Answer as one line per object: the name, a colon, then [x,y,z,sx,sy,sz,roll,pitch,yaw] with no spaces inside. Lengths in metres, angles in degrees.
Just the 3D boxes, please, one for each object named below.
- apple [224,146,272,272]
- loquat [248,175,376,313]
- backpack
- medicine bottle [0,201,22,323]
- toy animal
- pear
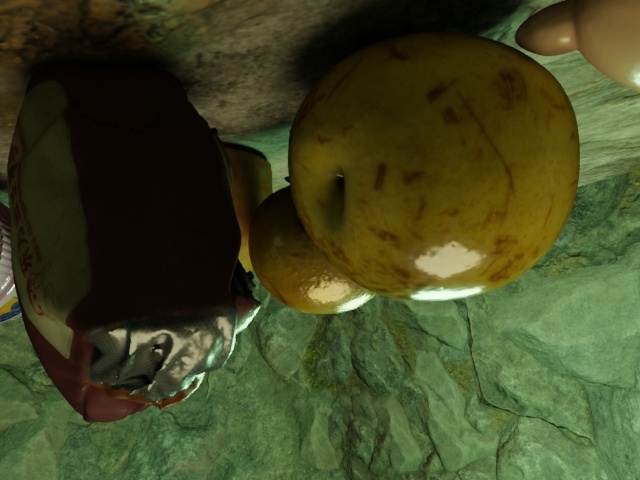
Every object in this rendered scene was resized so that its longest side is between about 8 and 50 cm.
apple: [-0.215,-0.020,0.784,0.309,0.313,0.252,-1,-147,-31]
loquat: [0.005,0.000,0.705,0.213,0.212,0.213,-11,174,-1]
backpack: [-0.178,0.036,0.494,0.197,0.283,0.317,-3,146,-26]
medicine bottle: [-0.480,0.026,0.689,0.178,0.178,0.291,-9,175,-19]
toy animal: [0.304,-0.178,0.387,0.251,0.153,0.166,-7,-179,-17]
pear: [0.111,-0.071,0.513,0.281,0.280,0.281,-11,174,-1]
